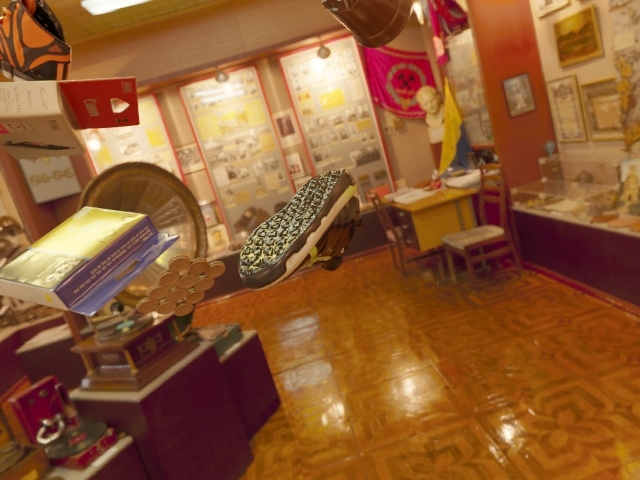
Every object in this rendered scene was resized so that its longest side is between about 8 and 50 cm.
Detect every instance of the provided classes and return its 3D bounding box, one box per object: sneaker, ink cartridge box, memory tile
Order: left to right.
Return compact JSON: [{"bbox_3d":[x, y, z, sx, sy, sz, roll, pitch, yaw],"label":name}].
[{"bbox_3d":[-0.675,-0.458,1.025,0.180,0.321,0.124,-53,21,31],"label":"sneaker"},{"bbox_3d":[-0.448,-0.211,0.877,0.239,0.060,0.275,-8,-1,-19],"label":"ink cartridge box"},{"bbox_3d":[-0.547,0.033,1.152,0.307,0.072,0.303,5,36,26],"label":"ink cartridge box"},{"bbox_3d":[-0.244,0.081,0.861,0.113,0.012,0.148,15,-55,-47],"label":"memory tile"},{"bbox_3d":[0.000,0.000,0.554,0.084,0.097,0.234,-9,26,33],"label":"sneaker"}]

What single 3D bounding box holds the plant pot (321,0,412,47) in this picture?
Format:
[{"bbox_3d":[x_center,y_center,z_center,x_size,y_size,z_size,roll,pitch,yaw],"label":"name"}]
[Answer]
[{"bbox_3d":[0.093,-0.540,1.096,0.167,0.166,0.165,-9,-5,35],"label":"plant pot"}]
